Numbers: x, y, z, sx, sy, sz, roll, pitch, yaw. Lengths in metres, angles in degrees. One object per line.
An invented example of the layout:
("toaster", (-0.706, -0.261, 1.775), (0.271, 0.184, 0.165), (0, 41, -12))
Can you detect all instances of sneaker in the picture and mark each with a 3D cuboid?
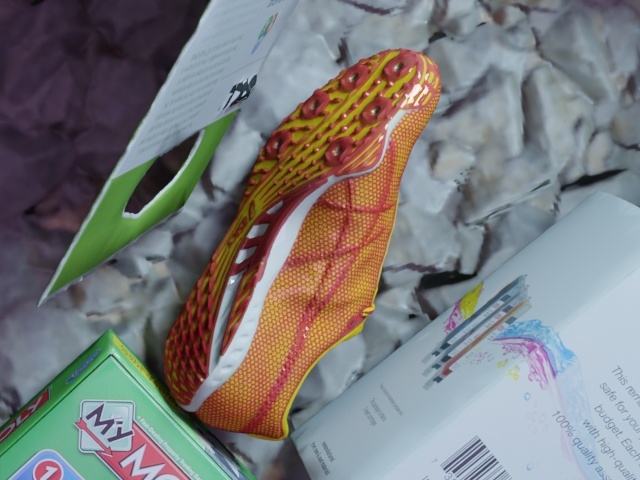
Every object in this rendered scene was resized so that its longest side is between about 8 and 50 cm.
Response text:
("sneaker", (0.000, 0.000, 0.798), (0.067, 0.064, 0.175), (28, 97, -36))

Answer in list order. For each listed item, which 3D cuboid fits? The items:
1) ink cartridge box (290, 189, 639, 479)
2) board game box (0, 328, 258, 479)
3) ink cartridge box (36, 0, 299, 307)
("ink cartridge box", (0.099, 0.085, 0.782), (0.176, 0.127, 0.128), (-38, 102, 0))
("board game box", (-0.059, 0.224, 0.826), (0.213, 0.046, 0.317), (-42, 102, 0))
("ink cartridge box", (-0.053, -0.122, 0.691), (0.097, 0.189, 0.255), (31, 105, 3))
